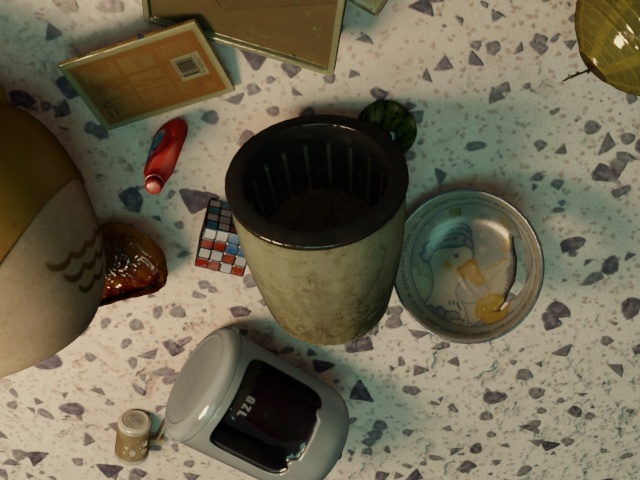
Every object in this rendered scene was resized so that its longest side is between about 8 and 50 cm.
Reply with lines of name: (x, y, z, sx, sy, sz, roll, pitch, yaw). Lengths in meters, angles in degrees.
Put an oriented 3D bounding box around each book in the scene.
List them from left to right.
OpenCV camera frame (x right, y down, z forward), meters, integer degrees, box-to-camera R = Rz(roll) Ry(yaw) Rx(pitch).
book: (-0.281, -0.268, 1.751, 0.241, 0.018, 0.170, -15, 143, 12)

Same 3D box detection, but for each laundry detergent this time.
laundry detergent: (-0.261, -0.135, 1.787, 0.049, 0.165, 0.097, 31, 121, -18)

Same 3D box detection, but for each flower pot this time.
flower pot: (0.000, 0.000, 1.812, 0.293, 0.294, 0.330, -2, 140, 2)

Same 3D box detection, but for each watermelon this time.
watermelon: (0.110, -0.180, 1.814, 0.105, 0.062, 0.105, 5, 125, 8)

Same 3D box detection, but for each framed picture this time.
framed picture: (-0.121, -0.362, 1.608, 0.324, 0.020, 0.240, 16, 154, 4)

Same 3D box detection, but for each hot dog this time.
hot dog: (-0.385, 0.054, 1.965, 0.226, 0.099, 0.160, -15, 124, 12)

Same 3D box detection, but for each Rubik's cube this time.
Rubik's cube: (-0.170, -0.005, 1.925, 0.092, 0.092, 0.092, 13, 124, -9)

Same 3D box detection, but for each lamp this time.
lamp: (0.480, -0.314, 1.588, 0.284, 0.250, 0.250, -38, 119, 2)

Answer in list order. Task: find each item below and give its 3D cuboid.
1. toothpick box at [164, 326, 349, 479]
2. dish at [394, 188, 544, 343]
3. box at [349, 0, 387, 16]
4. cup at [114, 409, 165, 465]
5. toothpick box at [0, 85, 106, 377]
toothpick box: (-0.104, 0.347, 2.103, 0.354, 0.263, 0.263, 32, 120, -21)
dish: (0.277, 0.043, 1.927, 0.273, 0.134, 0.273, 1, 93, 23)
box: (0.086, -0.475, 1.550, 0.155, 0.149, 0.231, 29, 122, -18)
cup: (-0.376, 0.411, 2.235, 0.102, 0.074, 0.099, 8, 125, -5)
toothpick box: (-0.576, -0.020, 1.732, 0.408, 0.409, 0.425, -12, 113, 9)
